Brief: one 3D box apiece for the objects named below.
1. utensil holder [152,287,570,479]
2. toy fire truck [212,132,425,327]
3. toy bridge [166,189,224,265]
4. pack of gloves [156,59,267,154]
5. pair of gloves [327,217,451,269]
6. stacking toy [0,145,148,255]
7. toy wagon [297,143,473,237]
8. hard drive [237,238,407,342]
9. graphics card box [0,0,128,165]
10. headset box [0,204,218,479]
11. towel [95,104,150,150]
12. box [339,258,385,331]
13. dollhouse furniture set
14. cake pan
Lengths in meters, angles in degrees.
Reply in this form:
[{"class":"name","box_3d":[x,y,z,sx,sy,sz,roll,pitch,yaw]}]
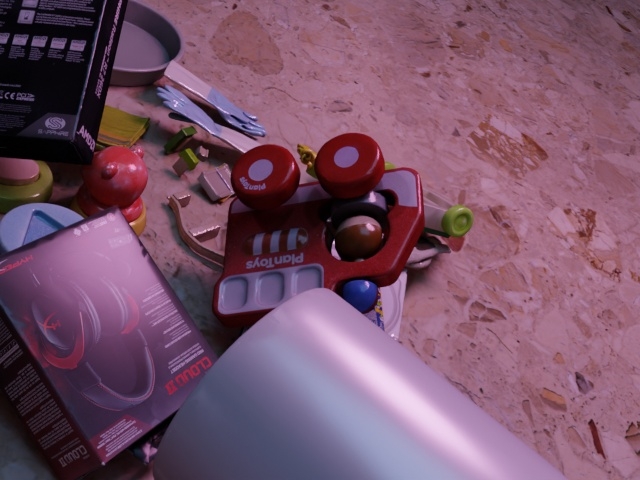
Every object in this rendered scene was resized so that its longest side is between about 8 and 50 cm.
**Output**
[{"class":"utensil holder","box_3d":[0.056,0.283,0.921,0.385,0.328,0.327,40,40,19]},{"class":"toy fire truck","box_3d":[0.000,0.000,1.203,0.302,0.169,0.254,-7,57,13]},{"class":"toy bridge","box_3d":[-0.192,-0.012,1.360,0.063,0.026,0.188,-24,59,-43]},{"class":"pack of gloves","box_3d":[-0.208,-0.230,1.576,0.232,0.046,0.195,32,24,-16]},{"class":"pair of gloves","box_3d":[0.093,-0.028,1.466,0.240,0.042,0.204,38,25,33]},{"class":"stacking toy","box_3d":[-0.412,-0.064,1.216,0.279,0.130,0.309,26,38,0]},{"class":"toy wagon","box_3d":[0.098,-0.093,1.484,0.344,0.068,0.267,13,15,-33]},{"class":"hard drive","box_3d":[0.006,0.123,1.287,0.237,0.064,0.339,22,39,-4]},{"class":"graphics card box","box_3d":[-0.424,-0.302,1.245,0.232,0.094,0.371,5,70,3]},{"class":"headset box","box_3d":[-0.270,0.133,1.020,0.218,0.110,0.293,-31,88,-48]},{"class":"towel","box_3d":[-0.357,-0.194,1.420,0.102,0.021,0.237,21,18,-7]},{"class":"box","box_3d":[0.056,0.090,1.251,0.054,0.059,0.169,13,40,-12]},{"class":"dollhouse furniture set","box_3d":[-0.212,-0.124,1.481,0.152,0.058,0.076,54,35,4]},{"class":"cake pan","box_3d":[-0.417,-0.401,1.661,0.293,0.054,0.293,15,40,-13]}]
